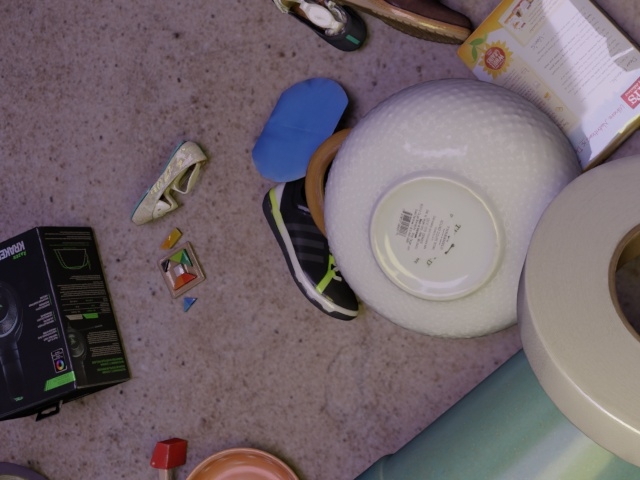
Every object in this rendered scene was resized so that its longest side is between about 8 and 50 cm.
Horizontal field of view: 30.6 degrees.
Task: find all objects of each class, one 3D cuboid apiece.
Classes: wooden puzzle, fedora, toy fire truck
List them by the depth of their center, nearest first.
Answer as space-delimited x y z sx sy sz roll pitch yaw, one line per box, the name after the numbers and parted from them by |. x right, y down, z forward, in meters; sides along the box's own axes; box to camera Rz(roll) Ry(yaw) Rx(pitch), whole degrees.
0.076 -0.067 1.594 0.194 0.079 0.194 5 105 20 | fedora
-0.202 0.409 1.779 0.135 0.047 0.192 12 97 30 | toy fire truck
-0.218 0.045 1.810 0.078 0.014 0.116 -40 71 24 | wooden puzzle

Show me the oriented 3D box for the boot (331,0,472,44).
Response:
0.123 -0.392 1.572 0.248 0.090 0.206 26 92 15 | boot

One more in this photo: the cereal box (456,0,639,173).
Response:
0.308 -0.216 1.484 0.173 0.047 0.240 -46 70 24 | cereal box

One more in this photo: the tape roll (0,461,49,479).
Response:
-0.497 0.446 1.869 0.189 0.189 0.080 41 108 24 | tape roll

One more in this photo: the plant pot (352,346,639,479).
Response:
0.237 0.312 1.381 0.334 0.341 0.341 -47 68 13 | plant pot

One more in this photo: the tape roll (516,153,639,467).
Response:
0.409 0.071 1.271 0.392 0.072 0.392 0 56 0 | tape roll

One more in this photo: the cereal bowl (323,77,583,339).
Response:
0.157 -0.023 1.454 0.339 0.141 0.338 6 112 16 | cereal bowl

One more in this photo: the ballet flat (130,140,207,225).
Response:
-0.232 -0.077 1.796 0.052 0.057 0.168 41 110 14 | ballet flat

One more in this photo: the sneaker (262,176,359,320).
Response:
0.000 0.000 1.642 0.097 0.084 0.234 -38 72 23 | sneaker

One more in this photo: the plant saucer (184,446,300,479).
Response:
-0.112 0.401 1.697 0.200 0.037 0.199 -2 78 8 | plant saucer

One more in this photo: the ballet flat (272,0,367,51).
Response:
-0.018 -0.339 1.663 0.203 0.074 0.074 41 109 24 | ballet flat

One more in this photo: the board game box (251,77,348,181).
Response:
-0.023 -0.152 1.672 0.133 0.033 0.168 17 76 43 | board game box

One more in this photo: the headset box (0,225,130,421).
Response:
-0.463 0.147 1.884 0.246 0.131 0.283 -20 80 29 | headset box
